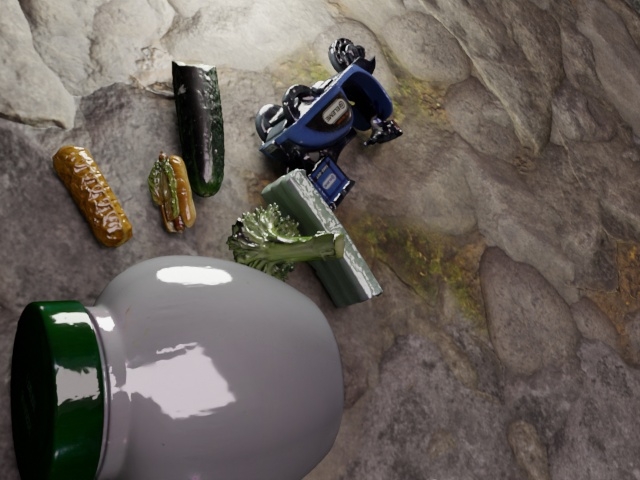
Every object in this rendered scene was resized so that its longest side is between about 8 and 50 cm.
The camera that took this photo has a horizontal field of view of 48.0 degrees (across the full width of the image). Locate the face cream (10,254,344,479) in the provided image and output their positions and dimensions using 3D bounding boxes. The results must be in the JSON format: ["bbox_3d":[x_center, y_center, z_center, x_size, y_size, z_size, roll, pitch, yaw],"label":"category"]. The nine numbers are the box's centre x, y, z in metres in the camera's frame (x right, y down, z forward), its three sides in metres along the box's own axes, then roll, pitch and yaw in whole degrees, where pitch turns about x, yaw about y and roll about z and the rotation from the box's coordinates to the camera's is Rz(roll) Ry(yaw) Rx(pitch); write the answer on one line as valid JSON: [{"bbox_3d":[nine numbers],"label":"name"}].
[{"bbox_3d":[-0.160,0.170,0.852,0.356,0.219,0.313,2,67,-34],"label":"face cream"}]

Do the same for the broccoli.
[{"bbox_3d":[-0.042,0.011,1.035,0.122,0.204,0.118,-41,118,-35],"label":"broccoli"}]

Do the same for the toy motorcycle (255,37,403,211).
[{"bbox_3d":[0.030,-0.205,1.255,0.213,0.125,0.358,50,50,-15],"label":"toy motorcycle"}]

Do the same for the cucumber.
[{"bbox_3d":[-0.185,-0.176,1.113,0.074,0.074,0.242,4,67,-34],"label":"cucumber"}]

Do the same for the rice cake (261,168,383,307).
[{"bbox_3d":[0.000,0.000,1.121,0.043,0.127,0.237,-34,94,-28],"label":"rice cake"}]

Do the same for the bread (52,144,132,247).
[{"bbox_3d":[-0.310,-0.061,0.981,0.052,0.044,0.157,-29,85,-38],"label":"bread"}]

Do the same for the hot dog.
[{"bbox_3d":[-0.218,-0.070,1.046,0.041,0.056,0.133,21,50,-62],"label":"hot dog"}]
